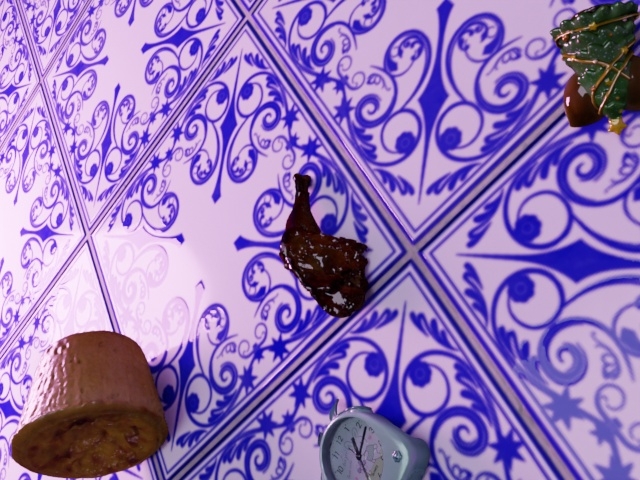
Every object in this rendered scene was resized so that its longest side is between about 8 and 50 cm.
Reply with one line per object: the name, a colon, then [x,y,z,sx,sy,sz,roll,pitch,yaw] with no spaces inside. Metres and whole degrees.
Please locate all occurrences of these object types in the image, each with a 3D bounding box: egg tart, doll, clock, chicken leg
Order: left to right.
egg tart: [-0.323,0.225,0.865,0.202,0.202,0.147,-45,45,24]
chicken leg: [-0.005,0.005,0.734,0.093,0.053,0.205,-38,61,0]
clock: [0.042,0.220,0.640,0.135,0.041,0.101,31,100,43]
doll: [0.245,-0.153,0.536,0.078,0.077,0.113,-13,71,29]
